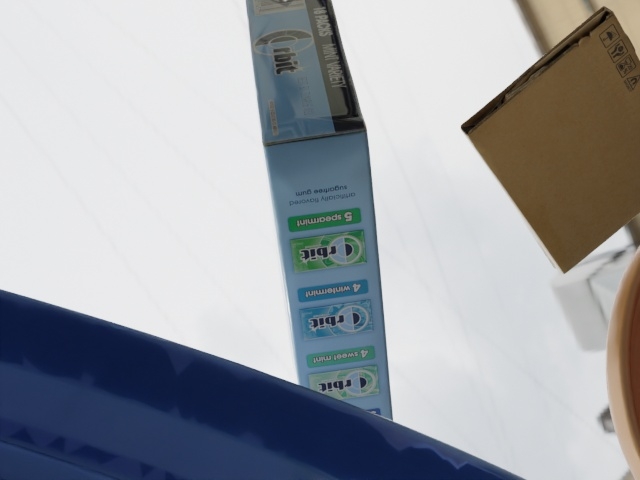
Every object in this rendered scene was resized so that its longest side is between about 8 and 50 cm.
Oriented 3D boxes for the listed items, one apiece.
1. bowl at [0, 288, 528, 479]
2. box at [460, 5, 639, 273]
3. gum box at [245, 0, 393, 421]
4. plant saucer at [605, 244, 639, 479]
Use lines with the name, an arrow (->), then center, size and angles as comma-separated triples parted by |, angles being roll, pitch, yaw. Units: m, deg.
bowl -> -0.098, 0.061, 0.245 | 0.391, 0.391, 0.077 | 16, -89, -39
box -> 0.234, -0.083, 1.103 | 0.201, 0.164, 0.021 | 49, -178, -37
gum box -> 0.000, 0.000, 0.545 | 0.157, 0.041, 0.184 | -100, 2, -57
plant saucer -> 0.225, 0.077, 0.664 | 0.200, 0.037, 0.200 | 7, -104, -30
